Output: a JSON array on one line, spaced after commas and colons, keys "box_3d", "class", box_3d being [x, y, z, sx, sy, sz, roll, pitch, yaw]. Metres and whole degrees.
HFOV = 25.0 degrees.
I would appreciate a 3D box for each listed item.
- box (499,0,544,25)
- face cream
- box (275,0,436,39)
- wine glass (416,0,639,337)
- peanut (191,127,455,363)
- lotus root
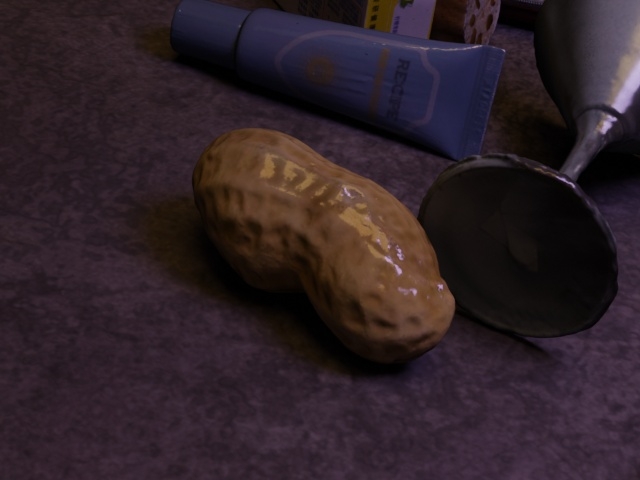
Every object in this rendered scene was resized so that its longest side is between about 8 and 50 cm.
[{"box_3d": [0.225, -0.395, 1.933, 0.404, 0.108, 0.263, 16, 38, 6], "class": "box"}, {"box_3d": [0.012, -0.200, 1.641, 0.385, 0.135, 0.086, 17, 19, 16], "class": "face cream"}, {"box_3d": [0.031, -0.323, 1.754, 0.097, 0.168, 0.265, -14, 42, -25], "class": "box"}, {"box_3d": [0.273, -0.096, 1.468, 0.267, 0.267, 0.406, 23, 45, 16], "class": "wine glass"}, {"box_3d": [0.000, 0.000, 1.363, 0.306, 0.147, 0.147, 30, 42, 24], "class": "peanut"}, {"box_3d": [0.170, -0.278, 1.775, 0.081, 0.112, 0.122, 9, 33, 26], "class": "lotus root"}]
